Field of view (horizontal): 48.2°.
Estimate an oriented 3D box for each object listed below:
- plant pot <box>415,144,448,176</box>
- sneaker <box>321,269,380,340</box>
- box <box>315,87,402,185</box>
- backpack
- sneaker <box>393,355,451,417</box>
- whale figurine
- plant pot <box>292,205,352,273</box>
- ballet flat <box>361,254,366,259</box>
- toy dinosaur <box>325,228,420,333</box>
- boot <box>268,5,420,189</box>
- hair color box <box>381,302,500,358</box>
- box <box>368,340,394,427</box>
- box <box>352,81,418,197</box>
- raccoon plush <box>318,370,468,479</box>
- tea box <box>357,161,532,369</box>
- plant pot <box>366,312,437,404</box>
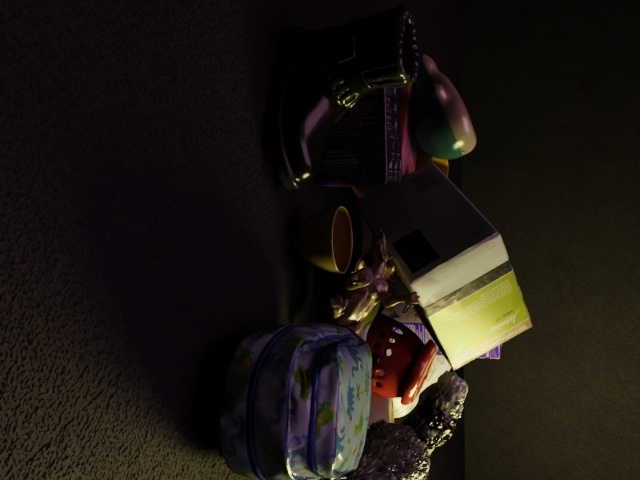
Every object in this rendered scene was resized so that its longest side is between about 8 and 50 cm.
[{"bbox_3d":[0.236,-0.184,1.963,0.212,0.187,0.212,62,34,-53],"label":"plant pot"},{"bbox_3d":[0.042,0.197,1.573,0.121,0.111,0.300,47,43,-37],"label":"sneaker"},{"bbox_3d":[0.083,-0.254,1.565,0.143,0.165,0.270,-11,100,-70],"label":"box"},{"bbox_3d":[-0.032,0.264,1.169,0.355,0.273,0.290,23,74,-55],"label":"backpack"},{"bbox_3d":[0.276,0.364,2.055,0.305,0.114,0.152,-46,130,-24],"label":"sneaker"},{"bbox_3d":[0.283,-0.325,1.785,0.272,0.141,0.216,69,14,18],"label":"whale figurine"},{"bbox_3d":[0.000,0.000,1.432,0.134,0.095,0.134,-1,90,-71],"label":"plant pot"},{"bbox_3d":[0.113,0.105,1.792,0.077,0.077,0.231,45,48,-42],"label":"ballet flat"},{"bbox_3d":[0.071,0.122,1.473,0.127,0.295,0.200,49,-6,-11],"label":"toy dinosaur"},{"bbox_3d":[0.047,-0.266,1.322,0.131,0.260,0.348,37,55,-66],"label":"boot"},{"bbox_3d":[0.343,0.245,2.027,0.185,0.338,0.110,-40,129,-65],"label":"hair color box"},{"bbox_3d":[0.152,0.388,1.850,0.063,0.067,0.324,43,43,-68],"label":"box"},{"bbox_3d":[0.161,-0.270,1.807,0.142,0.154,0.300,52,42,-60],"label":"box"},{"bbox_3d":[0.119,0.445,1.499,0.446,0.216,0.299,-65,157,-5],"label":"raccoon plush"},{"bbox_3d":[0.286,0.056,1.668,0.323,0.220,0.329,60,1,-39],"label":"tea box"},{"bbox_3d":[0.173,0.294,1.727,0.191,0.174,0.191,-56,163,-28],"label":"plant pot"}]
